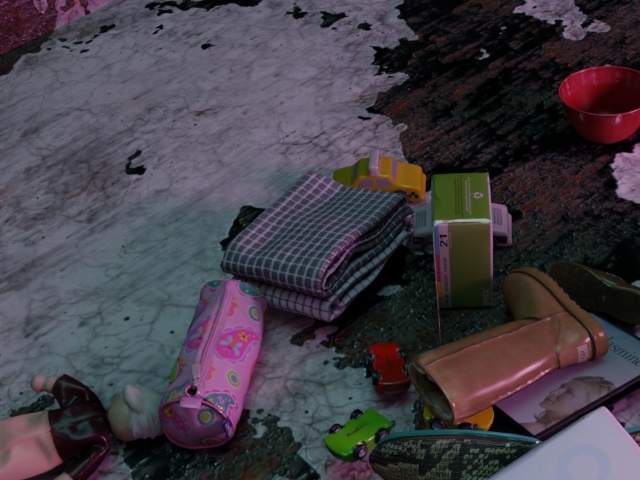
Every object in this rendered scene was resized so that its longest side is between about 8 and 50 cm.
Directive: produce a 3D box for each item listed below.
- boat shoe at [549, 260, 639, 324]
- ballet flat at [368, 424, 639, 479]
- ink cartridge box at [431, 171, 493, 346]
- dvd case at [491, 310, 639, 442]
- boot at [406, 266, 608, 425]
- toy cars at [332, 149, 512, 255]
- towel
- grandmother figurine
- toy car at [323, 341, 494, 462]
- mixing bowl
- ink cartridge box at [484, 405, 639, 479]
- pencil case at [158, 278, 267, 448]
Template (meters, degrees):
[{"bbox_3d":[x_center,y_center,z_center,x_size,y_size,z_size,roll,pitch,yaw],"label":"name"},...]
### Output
[{"bbox_3d":[0.450,0.081,1.531,0.178,0.064,0.060,25,20,35],"label":"boat shoe"},{"bbox_3d":[0.302,0.321,1.204,0.482,0.164,0.182,-4,55,5],"label":"ballet flat"},{"bbox_3d":[0.226,0.043,1.522,0.096,0.189,0.255,-3,41,7],"label":"ink cartridge box"},{"bbox_3d":[0.359,0.196,1.404,0.253,0.022,0.180,-25,27,-18],"label":"dvd case"},{"bbox_3d":[0.247,0.143,1.416,0.269,0.089,0.236,-19,28,-17],"label":"boot"},{"bbox_3d":[0.174,-0.081,1.764,0.176,0.087,0.393,-35,45,-27],"label":"toy cars"},{"bbox_3d":[0.000,0.000,1.641,0.235,0.121,0.283,9,40,40],"label":"towel"},{"bbox_3d":[-0.394,0.290,1.441,0.342,0.104,0.208,-14,66,-8],"label":"grandmother figurine"},{"bbox_3d":[0.098,0.256,1.379,0.225,0.053,0.239,-27,40,-32],"label":"toy car"},{"bbox_3d":[0.556,-0.252,1.878,0.181,0.098,0.181,-6,38,5],"label":"mixing bowl"},{"bbox_3d":[0.291,0.410,1.006,0.308,0.091,0.385,-29,56,-11],"label":"ink cartridge box"},{"bbox_3d":[-0.162,0.184,1.490,0.124,0.124,0.284,0,39,13],"label":"pencil case"}]
